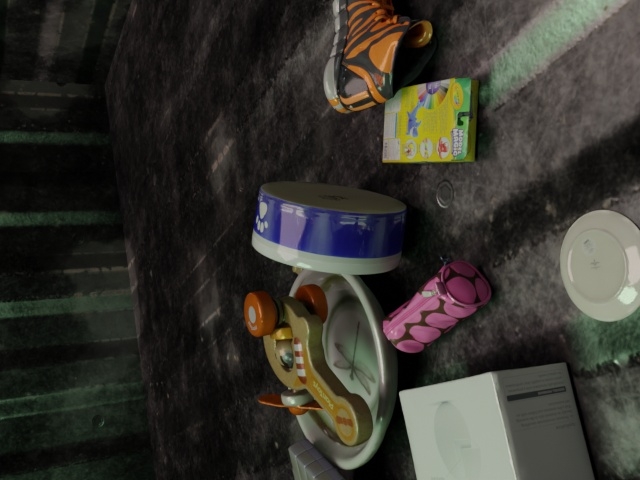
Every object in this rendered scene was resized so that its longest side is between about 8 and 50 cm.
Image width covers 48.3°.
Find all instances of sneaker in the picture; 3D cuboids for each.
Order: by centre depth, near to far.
[{"bbox_3d":[0.116,-0.376,1.221,0.180,0.125,0.320,-4,76,42],"label":"sneaker"}]

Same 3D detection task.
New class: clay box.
[{"bbox_3d":[0.182,-0.189,1.155,0.222,0.053,0.127,11,100,60],"label":"clay box"}]

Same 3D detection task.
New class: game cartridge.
[{"bbox_3d":[0.037,0.582,1.394,0.230,0.068,0.354,37,142,58],"label":"game cartridge"}]

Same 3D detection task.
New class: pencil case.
[{"bbox_3d":[0.176,0.110,1.143,0.095,0.098,0.209,60,145,19],"label":"pencil case"}]

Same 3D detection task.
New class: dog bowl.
[{"bbox_3d":[0.016,-0.028,1.257,0.265,0.265,0.104,31,117,57],"label":"dog bowl"}]

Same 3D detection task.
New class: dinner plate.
[{"bbox_3d":[0.351,0.032,0.898,0.141,0.017,0.141,3,93,62],"label":"dinner plate"}]

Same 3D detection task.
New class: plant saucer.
[{"bbox_3d":[0.052,0.231,1.386,0.400,0.101,0.400,11,102,61],"label":"plant saucer"}]

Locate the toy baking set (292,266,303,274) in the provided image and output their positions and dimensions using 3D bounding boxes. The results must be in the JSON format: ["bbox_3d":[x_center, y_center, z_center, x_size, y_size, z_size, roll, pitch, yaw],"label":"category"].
[{"bbox_3d":[-0.003,-0.004,1.552,0.196,0.030,0.256,57,140,39],"label":"toy baking set"}]

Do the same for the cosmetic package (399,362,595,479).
[{"bbox_3d":[0.243,0.301,0.992,0.224,0.138,0.224,-33,62,58],"label":"cosmetic package"}]

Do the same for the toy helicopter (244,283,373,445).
[{"bbox_3d":[-0.019,0.249,1.279,0.355,0.140,0.234,42,130,50],"label":"toy helicopter"}]
